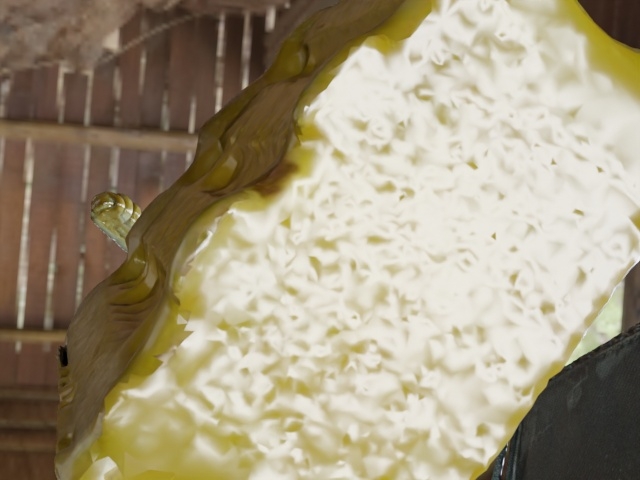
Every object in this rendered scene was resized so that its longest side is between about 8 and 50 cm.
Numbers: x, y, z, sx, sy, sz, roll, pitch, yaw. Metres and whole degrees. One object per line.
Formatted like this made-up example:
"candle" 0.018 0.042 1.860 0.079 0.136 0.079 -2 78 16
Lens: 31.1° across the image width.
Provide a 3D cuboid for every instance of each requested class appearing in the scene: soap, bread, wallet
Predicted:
"soap" 0.000 0.000 0.577 0.156 0.293 0.335 36 174 -13
"bread" -0.190 -0.017 1.140 0.049 0.033 0.088 -19 131 34
"wallet" 0.225 0.175 0.838 0.075 0.237 0.342 24 150 -10
